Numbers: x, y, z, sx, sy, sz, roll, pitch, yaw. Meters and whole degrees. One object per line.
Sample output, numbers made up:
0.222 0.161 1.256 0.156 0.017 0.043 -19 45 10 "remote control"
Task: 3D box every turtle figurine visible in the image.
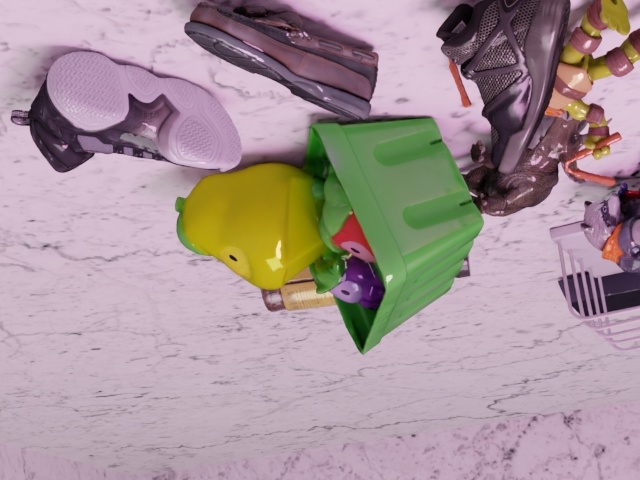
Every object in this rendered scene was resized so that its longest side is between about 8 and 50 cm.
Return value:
0.303 -0.187 1.400 0.269 0.087 0.217 38 138 -15 "turtle figurine"

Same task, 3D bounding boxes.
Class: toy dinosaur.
0.262 -0.077 1.664 0.160 0.121 0.313 -1 161 -20 "toy dinosaur"

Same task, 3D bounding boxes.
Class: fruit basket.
0.000 0.000 1.657 0.392 0.283 0.392 -21 162 -7 "fruit basket"

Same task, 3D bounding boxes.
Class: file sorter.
0.544 0.073 2.081 0.193 0.173 0.277 -15 157 24 "file sorter"

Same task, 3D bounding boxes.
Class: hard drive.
0.602 0.091 2.315 0.254 0.054 0.172 -13 159 20 "hard drive"

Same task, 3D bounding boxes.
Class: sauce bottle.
0.074 0.049 1.983 0.344 0.111 0.111 -6 160 7 "sauce bottle"

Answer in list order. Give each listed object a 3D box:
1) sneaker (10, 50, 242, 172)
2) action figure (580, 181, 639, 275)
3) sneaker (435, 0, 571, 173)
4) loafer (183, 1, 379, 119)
-0.233 -0.133 1.433 0.268 0.101 0.153 20 150 -38 "sneaker"
0.541 -0.012 1.751 0.330 0.178 0.341 12 154 21 "action figure"
0.194 -0.183 1.331 0.130 0.087 0.227 19 136 17 "sneaker"
-0.036 -0.213 1.317 0.096 0.084 0.267 19 178 45 "loafer"
